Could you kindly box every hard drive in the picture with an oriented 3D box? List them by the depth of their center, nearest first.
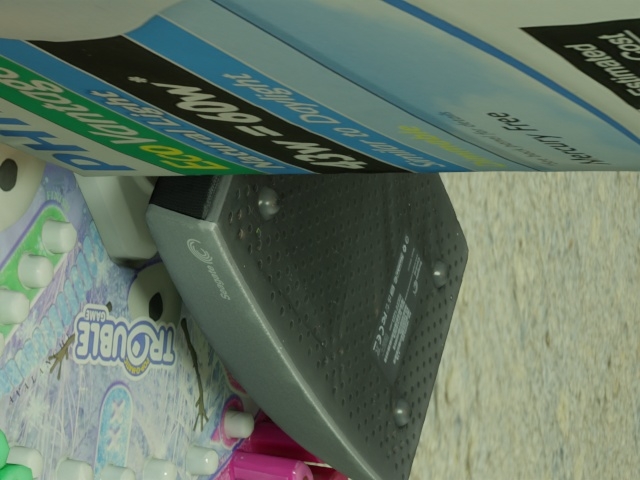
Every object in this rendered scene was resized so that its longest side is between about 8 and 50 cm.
[{"bbox_3d":[0.000,0.000,0.926,0.254,0.054,0.172,58,42,-51],"label":"hard drive"}]

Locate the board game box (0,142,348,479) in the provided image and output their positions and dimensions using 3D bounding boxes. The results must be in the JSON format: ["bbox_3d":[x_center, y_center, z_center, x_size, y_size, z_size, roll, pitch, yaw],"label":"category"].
[{"bbox_3d":[-0.069,-0.061,0.896,0.390,0.050,0.390,13,80,-65],"label":"board game box"}]

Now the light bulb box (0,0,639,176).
[{"bbox_3d":[-0.031,-0.167,0.538,0.358,0.361,0.225,23,72,-52],"label":"light bulb box"}]
